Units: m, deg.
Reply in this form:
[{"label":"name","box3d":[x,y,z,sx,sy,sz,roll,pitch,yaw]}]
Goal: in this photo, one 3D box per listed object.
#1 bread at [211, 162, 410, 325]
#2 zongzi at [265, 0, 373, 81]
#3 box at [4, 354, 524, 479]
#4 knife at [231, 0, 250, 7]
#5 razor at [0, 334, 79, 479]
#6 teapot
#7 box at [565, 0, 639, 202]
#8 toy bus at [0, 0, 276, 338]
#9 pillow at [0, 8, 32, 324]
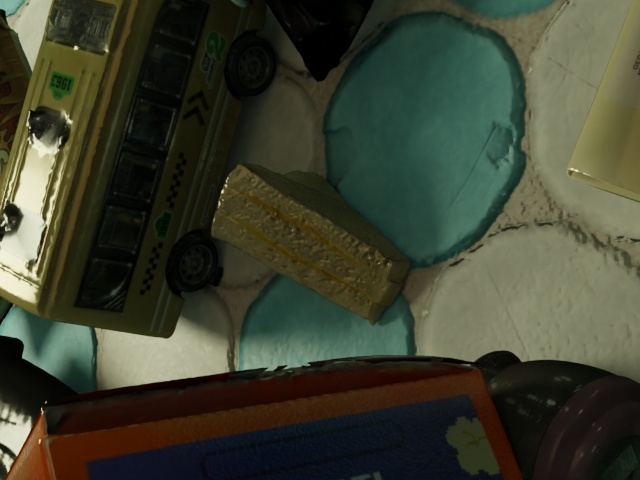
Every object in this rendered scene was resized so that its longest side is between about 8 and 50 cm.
[{"label":"bread","box3d":[-0.010,0.003,0.930,0.152,0.105,0.077,44,119,38]},{"label":"zongzi","box3d":[0.021,-0.400,0.909,0.362,0.319,0.383,-39,77,21]},{"label":"box","box3d":[-0.056,0.272,0.729,0.348,0.318,0.257,-51,50,50]},{"label":"knife","box3d":[-0.145,-0.333,1.041,0.038,0.132,0.398,-36,35,9]},{"label":"razor","box3d":[-0.308,0.254,1.145,0.349,0.113,0.204,33,106,37]},{"label":"teapot","box3d":[0.168,0.146,0.766,0.116,0.148,0.146,-44,35,-16]},{"label":"box","box3d":[0.263,-0.114,0.661,0.095,0.168,0.212,27,101,39]},{"label":"toy bus","box3d":[-0.193,-0.098,1.045,0.177,0.202,0.365,20,95,42]},{"label":"pillow","box3d":[-0.406,-0.070,1.283,0.312,0.119,0.310,-51,51,24]}]
